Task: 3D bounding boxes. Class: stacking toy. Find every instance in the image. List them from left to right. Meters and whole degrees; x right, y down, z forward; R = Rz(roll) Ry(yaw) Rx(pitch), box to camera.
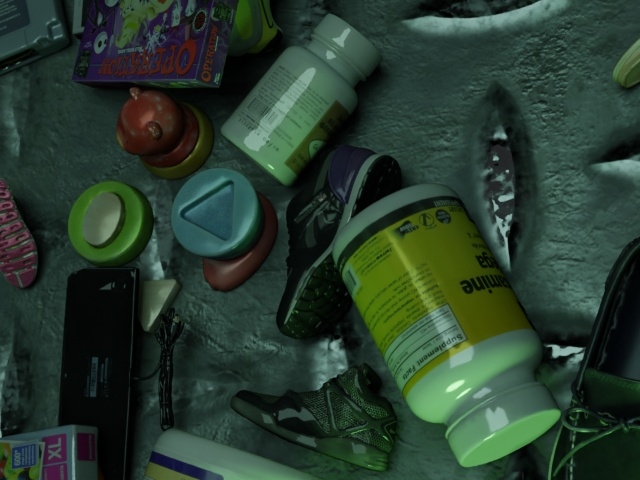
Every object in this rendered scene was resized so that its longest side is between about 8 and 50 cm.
[{"bbox_3d":[-0.237,-0.048,1.984,0.279,0.130,0.309,-42,65,3],"label":"stacking toy"}]

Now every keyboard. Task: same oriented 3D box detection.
[{"bbox_3d":[-0.278,0.194,1.954,0.202,0.033,0.317,0,84,26],"label":"keyboard"}]

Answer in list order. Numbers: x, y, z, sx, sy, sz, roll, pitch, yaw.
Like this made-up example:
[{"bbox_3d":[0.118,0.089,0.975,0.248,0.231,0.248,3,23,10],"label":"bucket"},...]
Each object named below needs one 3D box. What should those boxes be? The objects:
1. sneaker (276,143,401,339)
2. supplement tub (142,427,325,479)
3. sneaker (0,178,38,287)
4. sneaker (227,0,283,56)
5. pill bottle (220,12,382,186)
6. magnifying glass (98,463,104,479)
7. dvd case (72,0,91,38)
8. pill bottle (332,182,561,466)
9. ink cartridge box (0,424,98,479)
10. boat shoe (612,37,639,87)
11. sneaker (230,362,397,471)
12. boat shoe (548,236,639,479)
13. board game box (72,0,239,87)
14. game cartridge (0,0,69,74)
[{"bbox_3d":[0.000,0.000,1.920,0.124,0.107,0.283,20,77,38],"label":"sneaker"},{"bbox_3d":[-0.143,0.426,1.749,0.241,0.241,0.331,15,80,22],"label":"supplement tub"},{"bbox_3d":[-0.466,-0.011,2.093,0.063,0.075,0.170,-20,90,-6],"label":"sneaker"},{"bbox_3d":[-0.129,-0.447,2.071,0.145,0.147,0.384,-21,63,60],"label":"sneaker"},{"bbox_3d":[-0.023,-0.200,1.955,0.131,0.131,0.229,39,89,25],"label":"pill bottle"},{"bbox_3d":[-0.281,0.418,1.899,0.092,0.026,0.230,-26,73,18],"label":"magnifying glass"},{"bbox_3d":[-0.270,-0.412,2.161,0.239,0.029,0.179,-5,72,17],"label":"dvd case"},{"bbox_3d":[0.164,0.108,1.767,0.188,0.188,0.333,-31,67,8],"label":"pill bottle"},{"bbox_3d":[-0.447,0.371,1.941,0.311,0.065,0.185,-14,72,29],"label":"ink cartridge box"},{"bbox_3d":[0.467,-0.253,1.840,0.170,0.063,0.059,-36,60,5],"label":"boat shoe"},{"bbox_3d":[-0.002,0.216,1.850,0.228,0.087,0.130,15,77,19],"label":"sneaker"},{"bbox_3d":[0.382,0.209,1.682,0.187,0.156,0.500,12,80,20],"label":"boat shoe"},{"bbox_3d":[-0.235,-0.322,1.991,0.347,0.056,0.208,7,88,51],"label":"board game box"},{"bbox_3d":[-0.550,-0.351,2.226,0.294,0.060,0.196,-19,72,12],"label":"game cartridge"}]
